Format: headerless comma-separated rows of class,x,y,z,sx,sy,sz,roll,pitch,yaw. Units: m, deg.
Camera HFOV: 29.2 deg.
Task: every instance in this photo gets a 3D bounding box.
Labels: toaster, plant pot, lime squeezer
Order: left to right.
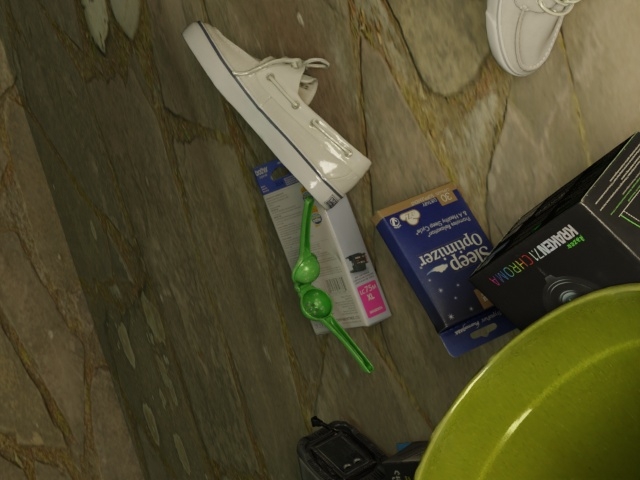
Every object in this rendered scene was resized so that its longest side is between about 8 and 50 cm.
lime squeezer,-0.006,0.075,1.988,0.110,0.059,0.310,18,130,64
toaster,0.043,0.432,2.209,0.227,0.129,0.146,35,139,44
plant pot,0.338,0.292,1.218,0.353,0.366,0.366,42,159,-20

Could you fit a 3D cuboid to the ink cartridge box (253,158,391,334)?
ink cartridge box,0.000,0.000,2.057,0.186,0.065,0.311,-16,98,61

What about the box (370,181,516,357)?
box,0.182,0.037,1.689,0.225,0.136,0.036,61,150,14

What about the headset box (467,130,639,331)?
headset box,0.348,0.063,1.349,0.283,0.131,0.246,45,150,-2

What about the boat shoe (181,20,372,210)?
boat shoe,-0.053,-0.231,1.911,0.367,0.156,0.136,49,-178,11

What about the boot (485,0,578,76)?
boot,0.261,-0.287,1.372,0.123,0.095,0.258,45,144,48

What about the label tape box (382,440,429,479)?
label tape box,0.206,0.445,1.958,0.334,0.106,0.240,-24,87,61
